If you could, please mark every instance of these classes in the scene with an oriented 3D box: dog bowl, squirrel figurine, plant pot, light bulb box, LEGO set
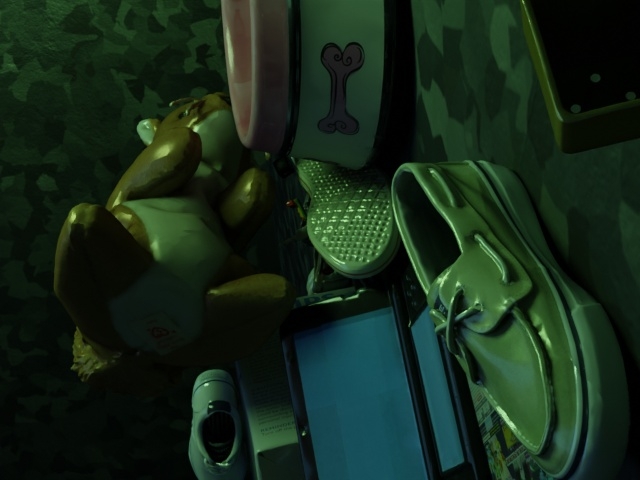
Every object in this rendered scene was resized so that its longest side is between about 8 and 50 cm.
[{"bbox_3d":[-0.030,-0.281,1.268,0.408,0.150,0.408,176,90,-81],"label":"dog bowl"},{"bbox_3d":[-0.201,-0.002,1.435,0.371,0.281,0.397,-88,19,-44],"label":"squirrel figurine"},{"bbox_3d":[0.146,-0.087,0.537,0.083,0.081,0.081,64,-167,-70],"label":"plant pot"},{"bbox_3d":[0.011,0.312,1.547,0.361,0.225,0.358,-114,16,-63],"label":"light bulb box"},{"bbox_3d":[0.000,0.000,1.510,0.244,0.060,0.182,54,-168,-32],"label":"LEGO set"}]

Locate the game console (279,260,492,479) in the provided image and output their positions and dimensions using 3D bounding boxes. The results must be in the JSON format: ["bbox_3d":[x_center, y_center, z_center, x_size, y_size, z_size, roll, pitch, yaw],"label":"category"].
[{"bbox_3d":[0.063,0.179,1.163,0.250,0.173,0.293,102,157,-73],"label":"game console"}]

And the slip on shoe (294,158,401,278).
[{"bbox_3d":[0.042,-0.037,1.366,0.101,0.123,0.331,60,-177,-27],"label":"slip on shoe"}]

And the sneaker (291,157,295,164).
[{"bbox_3d":[0.007,-0.134,1.584,0.229,0.086,0.132,91,165,-51],"label":"sneaker"}]

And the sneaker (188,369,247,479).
[{"bbox_3d":[-0.164,0.323,1.676,0.091,0.094,0.258,-99,4,-53],"label":"sneaker"}]

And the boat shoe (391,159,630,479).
[{"bbox_3d":[0.121,0.049,0.756,0.302,0.094,0.109,-107,26,-51],"label":"boat shoe"}]

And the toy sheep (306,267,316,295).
[{"bbox_3d":[0.018,0.074,1.761,0.091,0.091,0.132,88,167,-45],"label":"toy sheep"}]

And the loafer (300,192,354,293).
[{"bbox_3d":[0.005,-0.022,1.733,0.096,0.084,0.268,88,170,-47],"label":"loafer"}]

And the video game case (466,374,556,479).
[{"bbox_3d":[0.166,0.146,0.903,0.201,0.023,0.184,100,159,-67],"label":"video game case"}]
